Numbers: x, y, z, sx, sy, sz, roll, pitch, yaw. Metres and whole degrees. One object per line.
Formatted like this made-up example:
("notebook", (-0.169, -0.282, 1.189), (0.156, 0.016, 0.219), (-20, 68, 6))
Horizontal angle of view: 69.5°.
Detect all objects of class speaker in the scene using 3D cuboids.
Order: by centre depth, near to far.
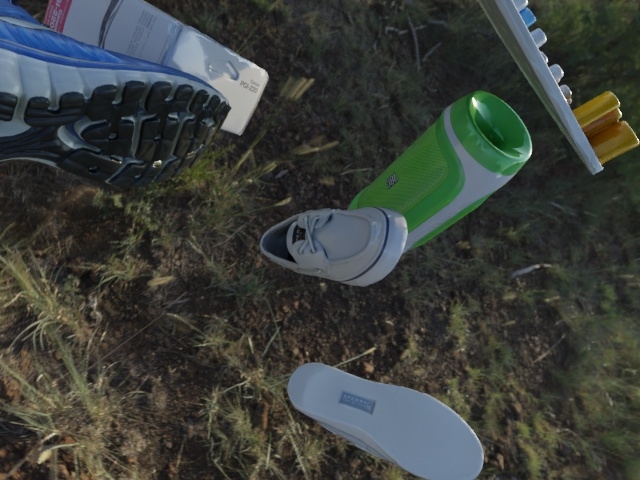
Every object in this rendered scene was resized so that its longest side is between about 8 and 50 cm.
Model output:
("speaker", (0.152, -0.077, 0.677), (0.131, 0.296, 0.131), (14, 58, -24))

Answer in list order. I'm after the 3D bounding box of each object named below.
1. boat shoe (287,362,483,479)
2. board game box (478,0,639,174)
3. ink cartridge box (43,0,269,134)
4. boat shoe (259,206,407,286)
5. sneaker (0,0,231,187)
("boat shoe", (0.055, 0.171, 0.429), (0.063, 0.184, 0.066), (66, 40, -54))
("board game box", (0.164, -0.308, 0.475), (0.390, 0.050, 0.389), (40, 33, -31))
("ink cartridge box", (-0.195, -0.226, 0.556), (0.218, 0.092, 0.159), (34, 15, 25))
("boat shoe", (0.000, 0.000, 0.594), (0.088, 0.268, 0.096), (16, 83, -27))
("sneaker", (-0.223, -0.138, 0.382), (0.330, 0.130, 0.147), (-2, 55, -48))
